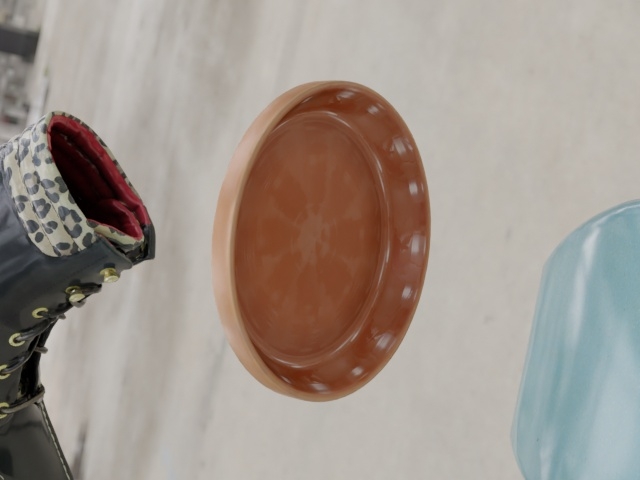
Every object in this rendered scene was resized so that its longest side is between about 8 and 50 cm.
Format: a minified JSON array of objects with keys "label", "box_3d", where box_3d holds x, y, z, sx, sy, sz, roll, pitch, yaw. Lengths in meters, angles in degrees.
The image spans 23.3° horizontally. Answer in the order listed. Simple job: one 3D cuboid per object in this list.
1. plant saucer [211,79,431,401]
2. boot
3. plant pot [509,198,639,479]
[{"label":"plant saucer","box_3d":[0.000,0.000,0.404,0.013,0.083,0.083,5,83,38]},{"label":"boot","box_3d":[-0.165,0.055,0.893,0.179,0.236,0.085,-25,8,25]},{"label":"plant pot","box_3d":[0.188,0.070,0.723,0.234,0.166,0.165,-178,100,-72]}]
